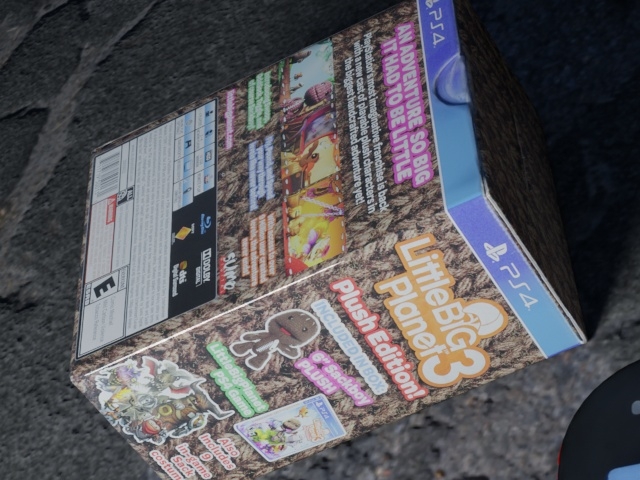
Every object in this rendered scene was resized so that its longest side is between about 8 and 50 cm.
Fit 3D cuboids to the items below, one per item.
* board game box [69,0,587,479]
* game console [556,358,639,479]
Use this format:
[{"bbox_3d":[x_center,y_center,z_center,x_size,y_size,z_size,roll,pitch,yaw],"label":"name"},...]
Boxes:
[{"bbox_3d":[0.000,0.000,1.225,0.291,0.141,0.232,-24,38,18],"label":"board game box"},{"bbox_3d":[0.271,0.179,0.868,0.342,0.060,0.386,-18,40,25],"label":"game console"}]
